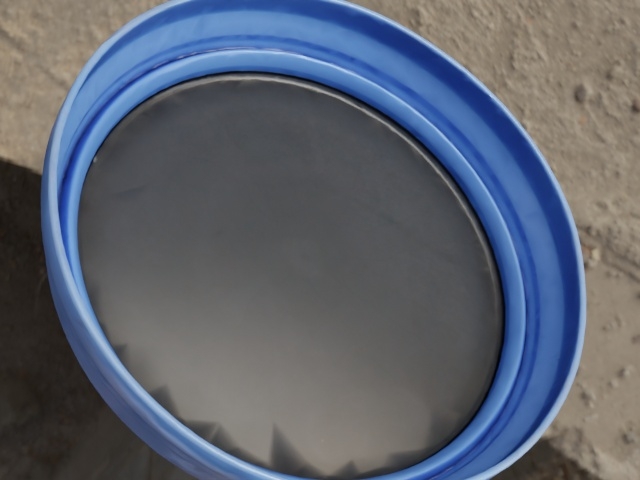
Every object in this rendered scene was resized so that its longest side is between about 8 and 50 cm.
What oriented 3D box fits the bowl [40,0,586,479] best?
[{"bbox_3d":[0.000,0.000,0.759,0.391,0.391,0.077,17,146,-17],"label":"bowl"}]
